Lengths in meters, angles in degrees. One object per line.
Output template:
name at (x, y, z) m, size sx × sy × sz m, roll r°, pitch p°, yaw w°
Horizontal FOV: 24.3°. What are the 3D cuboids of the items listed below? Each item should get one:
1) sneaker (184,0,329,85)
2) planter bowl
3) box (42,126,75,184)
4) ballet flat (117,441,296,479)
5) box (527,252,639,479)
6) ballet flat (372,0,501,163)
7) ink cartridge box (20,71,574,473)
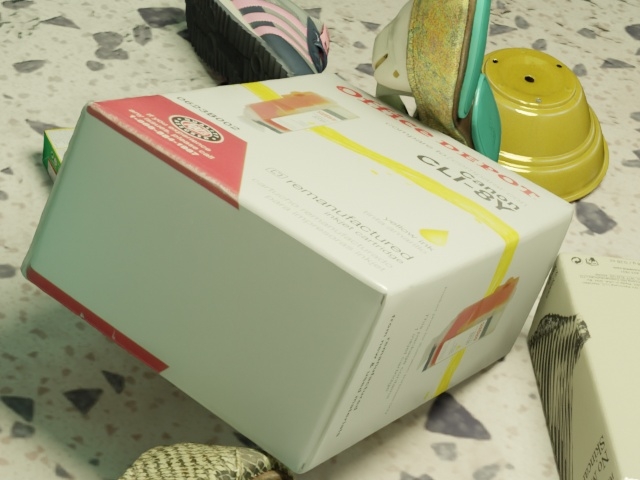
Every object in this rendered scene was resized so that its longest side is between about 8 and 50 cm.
sneaker at (-0.029, -0.191, 1.568) m, size 0.131 × 0.112 × 0.319 m, roll -11°, pitch 45°, yaw -25°
planter bowl at (0.213, -0.142, 1.581) m, size 0.217 × 0.090 × 0.217 m, roll 6°, pitch 43°, yaw -6°
box at (-0.167, -0.072, 1.429) m, size 0.179 × 0.043 × 0.105 m, roll -9°, pitch 42°, yaw -24°
ballet flat at (-0.189, 0.268, 0.921) m, size 0.182 × 0.164 × 0.483 m, roll 8°, pitch 26°, yaw 29°
box at (0.250, 0.138, 1.238) m, size 0.094 × 0.113 × 0.275 m, roll 7°, pitch 36°, yaw -8°
ballet flat at (0.104, -0.151, 1.371) m, size 0.123 × 0.348 × 0.123 m, roll -3°, pitch 67°, yaw 7°
ink cartridge box at (0.000, 0.000, 1.201) m, size 0.279 × 0.160 × 0.384 m, roll 31°, pitch 22°, yaw 20°
